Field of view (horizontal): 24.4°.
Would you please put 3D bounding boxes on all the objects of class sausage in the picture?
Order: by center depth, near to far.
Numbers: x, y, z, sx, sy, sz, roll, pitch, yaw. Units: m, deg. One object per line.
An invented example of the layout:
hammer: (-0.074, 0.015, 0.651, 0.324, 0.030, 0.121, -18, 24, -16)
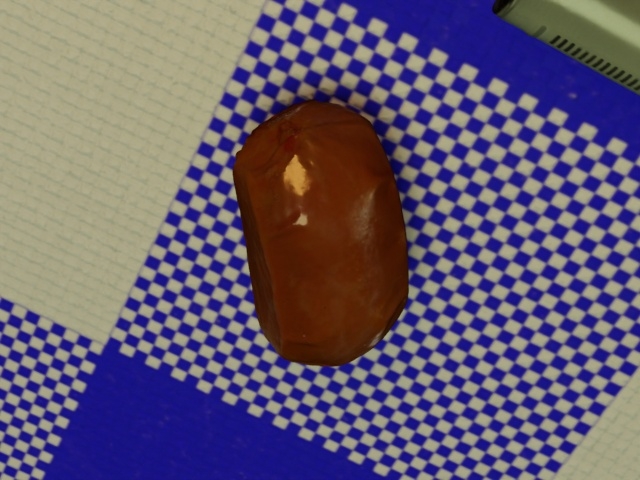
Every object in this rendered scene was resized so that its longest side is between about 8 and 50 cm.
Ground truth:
sausage: (0.001, 0.000, 1.404, 0.141, 0.153, 0.268, -15, 122, -13)

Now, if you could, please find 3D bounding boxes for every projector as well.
projector: (0.317, -0.158, 1.261, 0.337, 0.108, 0.108, 27, 124, -6)
